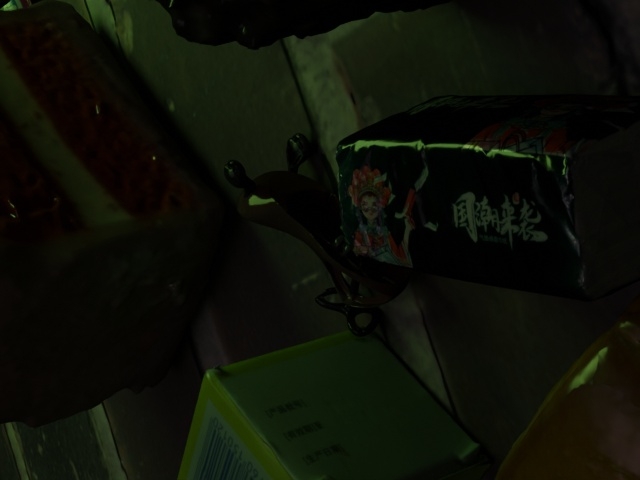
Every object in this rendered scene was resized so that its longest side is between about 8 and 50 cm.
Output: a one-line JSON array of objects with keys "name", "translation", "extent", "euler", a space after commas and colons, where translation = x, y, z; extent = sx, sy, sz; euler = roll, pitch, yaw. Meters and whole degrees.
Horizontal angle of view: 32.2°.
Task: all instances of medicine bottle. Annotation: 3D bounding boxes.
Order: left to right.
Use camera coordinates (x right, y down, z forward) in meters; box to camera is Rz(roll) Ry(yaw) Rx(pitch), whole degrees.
[{"name": "medicine bottle", "translation": [-0.014, 0.200, 0.756], "extent": [0.141, 0.137, 0.250], "euler": [45, 133, 33]}]

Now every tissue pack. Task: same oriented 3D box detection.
[{"name": "tissue pack", "translation": [0.097, -0.028, 0.578], "extent": [0.170, 0.103, 0.090], "euler": [6, 112, 51]}]

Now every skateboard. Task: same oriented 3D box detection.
[{"name": "skateboard", "translation": [0.000, 0.000, 0.748], "extent": [0.151, 0.067, 0.080], "euler": [40, 139, 32]}]

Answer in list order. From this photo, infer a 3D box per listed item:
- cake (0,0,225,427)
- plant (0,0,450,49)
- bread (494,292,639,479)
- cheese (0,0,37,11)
[{"name": "cake", "translation": [-0.251, -0.022, 0.914], "extent": [0.309, 0.237, 0.230], "euler": [49, 138, 27]}, {"name": "plant", "translation": [-0.041, -0.207, 0.530], "extent": [0.215, 0.312, 0.213], "euler": [-25, 78, 55]}, {"name": "bread", "translation": [0.175, 0.153, 0.534], "extent": [0.210, 0.099, 0.235], "euler": [46, 133, 34]}, {"name": "cheese", "translation": [-0.299, -0.188, 1.078], "extent": [0.095, 0.038, 0.145], "euler": [34, 124, 41]}]
